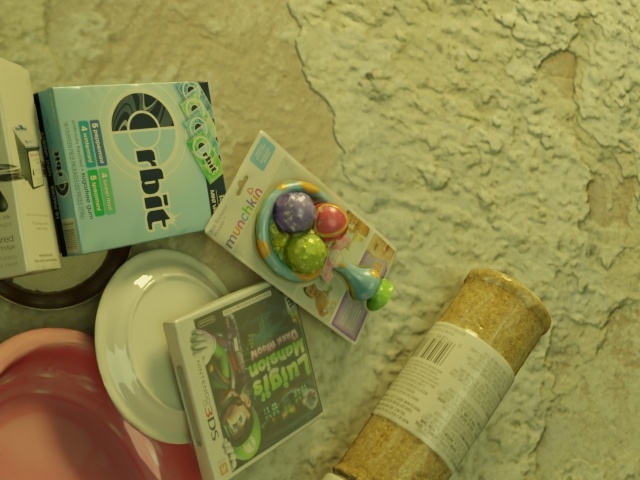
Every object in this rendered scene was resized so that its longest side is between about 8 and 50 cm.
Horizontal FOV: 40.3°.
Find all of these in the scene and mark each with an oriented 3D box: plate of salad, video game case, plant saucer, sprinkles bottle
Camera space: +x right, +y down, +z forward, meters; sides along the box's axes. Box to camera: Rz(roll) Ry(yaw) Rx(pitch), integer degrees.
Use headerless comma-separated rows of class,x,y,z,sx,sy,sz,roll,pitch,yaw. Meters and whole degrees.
plate of salad,-0.153,0.108,0.895,0.199,0.048,0.200,21,62,-45
video game case,-0.074,0.140,0.921,0.190,0.022,0.173,-22,101,-53
plant saucer,-0.269,-0.015,0.863,0.168,0.029,0.169,1,89,-27
sprinkles bottle,0.131,0.200,1.014,0.121,0.121,0.355,45,71,-20
plant saucer,-0.213,0.243,0.775,0.084,0.332,0.332,-30,108,20

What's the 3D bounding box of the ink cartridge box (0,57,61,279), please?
ink cartridge box,-0.323,-0.055,0.772,0.139,0.082,0.191,-10,91,4

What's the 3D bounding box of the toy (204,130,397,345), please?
toy,0.000,0.000,0.965,0.237,0.056,0.137,41,62,-31

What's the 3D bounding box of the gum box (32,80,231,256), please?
gum box,-0.181,-0.076,0.871,0.184,0.041,0.157,-13,95,-46
